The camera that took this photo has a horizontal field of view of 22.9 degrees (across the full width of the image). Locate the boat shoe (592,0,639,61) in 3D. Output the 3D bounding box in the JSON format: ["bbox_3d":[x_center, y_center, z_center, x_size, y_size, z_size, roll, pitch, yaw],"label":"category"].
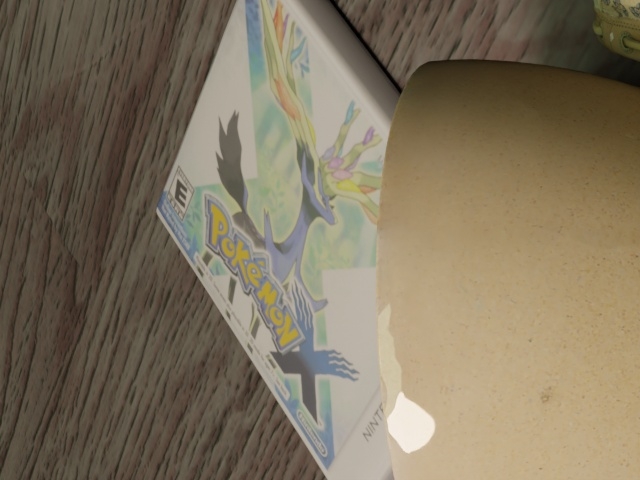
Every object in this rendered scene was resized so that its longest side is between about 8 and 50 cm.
[{"bbox_3d":[0.235,-0.096,0.765,0.285,0.104,0.089,45,142,51],"label":"boat shoe"}]

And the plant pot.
[{"bbox_3d":[0.159,0.040,0.810,0.191,0.284,0.284,-4,102,19],"label":"plant pot"}]

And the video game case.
[{"bbox_3d":[0.000,0.000,1.184,0.329,0.036,0.300,56,142,25],"label":"video game case"}]
